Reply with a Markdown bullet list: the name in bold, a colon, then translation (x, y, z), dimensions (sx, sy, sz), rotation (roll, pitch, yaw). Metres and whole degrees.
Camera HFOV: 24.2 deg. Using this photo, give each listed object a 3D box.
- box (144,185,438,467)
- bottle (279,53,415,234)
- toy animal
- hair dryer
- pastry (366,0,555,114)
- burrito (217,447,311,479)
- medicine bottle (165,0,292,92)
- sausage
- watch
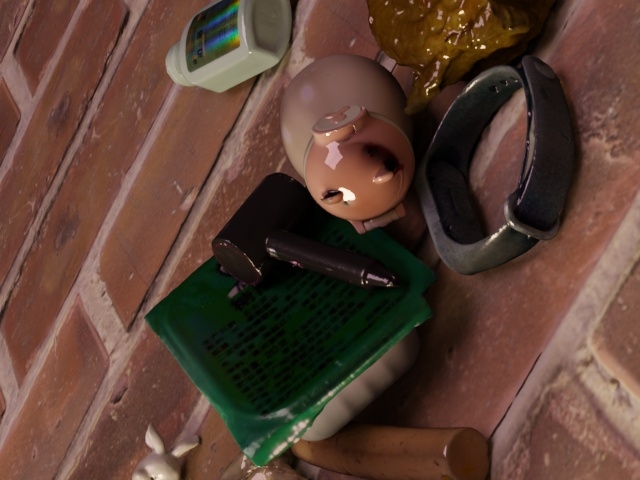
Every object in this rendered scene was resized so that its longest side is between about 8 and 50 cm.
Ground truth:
- **box**: translation (-0.017, 0.097, 1.618), dimensions (0.264, 0.106, 0.336), rotation (-39, 33, -5)
- **bottle**: translation (0.035, -0.100, 1.593), dimensions (0.148, 0.147, 0.236), rotation (-61, 16, 19)
- **toy animal**: translation (-0.209, 0.307, 1.901), dimensions (0.085, 0.071, 0.124), rotation (-87, 21, -56)
- **hair dryer**: translation (-0.001, 0.001, 1.571), dimensions (0.248, 0.070, 0.114), rotation (15, 58, 45)
- **pastry**: translation (0.161, -0.280, 1.577), dimensions (0.240, 0.132, 0.235), rotation (-51, 46, 42)
- **burrito**: translation (-0.107, 0.380, 1.683), dimensions (0.348, 0.107, 0.175), rotation (-59, 21, 18)
- **medicine bottle**: translation (-0.132, -0.272, 2.051), dimensions (0.229, 0.083, 0.121), rotation (-19, 63, 54)
- **sausage**: translation (0.059, 0.215, 1.537), dimensions (0.301, 0.065, 0.066), rotation (-7, 70, 58)
- **watch**: translation (0.177, -0.072, 1.491), dimensions (0.193, 0.068, 0.206), rotation (-49, 36, 34)
